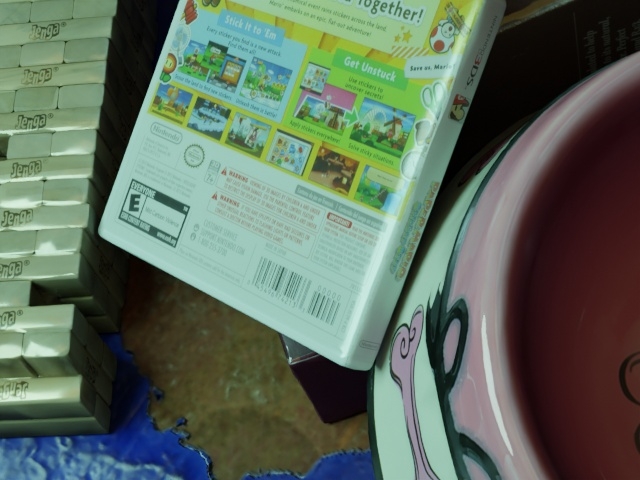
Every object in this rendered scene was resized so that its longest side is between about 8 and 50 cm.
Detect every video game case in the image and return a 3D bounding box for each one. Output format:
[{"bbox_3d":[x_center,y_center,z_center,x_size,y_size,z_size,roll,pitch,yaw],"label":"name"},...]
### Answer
[{"bbox_3d":[-0.019,-0.063,0.910,0.227,0.026,0.206,25,97,43],"label":"video game case"}]

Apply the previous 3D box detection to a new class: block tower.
[{"bbox_3d":[-0.170,-0.047,1.049,0.097,0.091,0.335,-3,64,10],"label":"block tower"}]

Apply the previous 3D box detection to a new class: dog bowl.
[{"bbox_3d":[0.233,0.069,0.815,0.408,0.150,0.408,1,70,-4],"label":"dog bowl"}]

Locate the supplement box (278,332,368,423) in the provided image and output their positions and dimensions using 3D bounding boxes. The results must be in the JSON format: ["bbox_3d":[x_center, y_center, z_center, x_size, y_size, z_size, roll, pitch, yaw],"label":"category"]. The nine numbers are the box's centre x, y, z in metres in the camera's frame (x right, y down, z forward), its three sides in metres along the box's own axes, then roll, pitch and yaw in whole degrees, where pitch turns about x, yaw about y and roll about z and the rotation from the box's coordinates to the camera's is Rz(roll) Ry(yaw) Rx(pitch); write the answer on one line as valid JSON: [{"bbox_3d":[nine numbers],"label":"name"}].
[{"bbox_3d":[0.000,0.000,0.981,0.081,0.104,0.188,-21,61,1],"label":"supplement box"}]

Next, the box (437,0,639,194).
[{"bbox_3d":[0.088,-0.163,1.008,0.167,0.168,0.203,-24,62,-1],"label":"box"}]
